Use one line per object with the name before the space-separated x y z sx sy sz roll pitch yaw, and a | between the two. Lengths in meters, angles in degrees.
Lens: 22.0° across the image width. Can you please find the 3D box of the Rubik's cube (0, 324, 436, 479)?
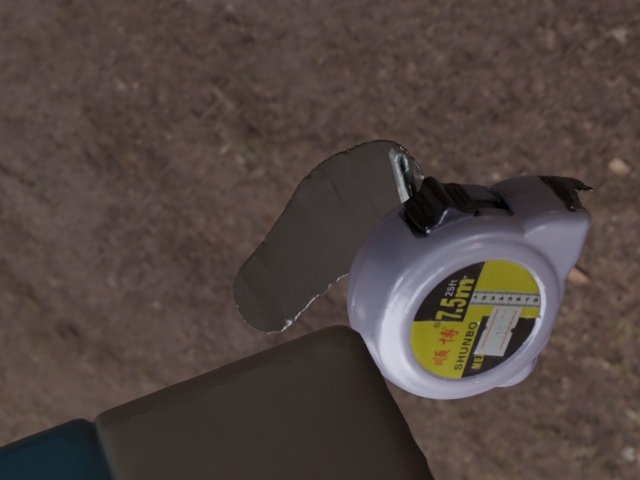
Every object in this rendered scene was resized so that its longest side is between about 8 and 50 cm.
Rubik's cube | -0.064 0.303 0.642 0.347 0.344 0.346 78 168 -49

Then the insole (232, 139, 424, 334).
insole | 0.000 0.000 1.630 0.111 0.007 0.328 53 135 7

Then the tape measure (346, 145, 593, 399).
tape measure | 0.108 0.031 1.316 0.105 0.178 0.196 58 134 51
